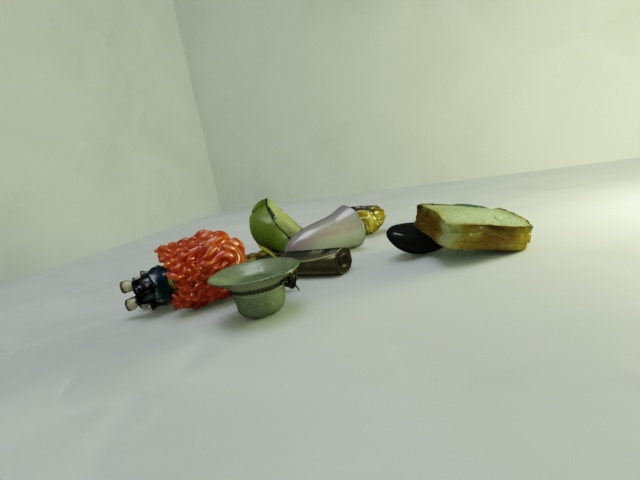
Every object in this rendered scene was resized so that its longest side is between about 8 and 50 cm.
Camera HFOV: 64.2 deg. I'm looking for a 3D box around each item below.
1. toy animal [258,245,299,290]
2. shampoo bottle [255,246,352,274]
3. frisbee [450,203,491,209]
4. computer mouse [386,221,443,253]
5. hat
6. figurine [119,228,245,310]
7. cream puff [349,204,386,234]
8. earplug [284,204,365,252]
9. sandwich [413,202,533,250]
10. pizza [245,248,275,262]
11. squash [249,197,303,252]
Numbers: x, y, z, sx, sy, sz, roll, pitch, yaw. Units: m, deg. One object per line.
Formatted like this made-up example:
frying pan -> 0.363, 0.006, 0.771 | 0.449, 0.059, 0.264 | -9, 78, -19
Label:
toy animal -> -0.144, 0.130, 1.572 | 0.095, 0.155, 0.219 | -42, -20, -21
shampoo bottle -> -0.068, 0.075, 1.738 | 0.349, 0.084, 0.125 | -5, 10, 32
frisbee -> 0.561, -0.127, 2.111 | 0.289, 0.049, 0.289 | -5, 5, 0
computer mouse -> 0.337, -0.006, 1.722 | 0.269, 0.087, 0.137 | -9, 25, -30
hat -> -0.170, 0.140, 1.390 | 0.256, 0.130, 0.257 | -10, 12, 2
figurine -> -0.435, 0.117, 1.635 | 0.411, 0.241, 0.306 | -25, -21, 32
cream puff -> 0.188, -0.086, 2.173 | 0.188, 0.130, 0.189 | -6, 3, 0
earplug -> 0.000, 0.000, 1.907 | 0.301, 0.173, 0.172 | -26, 17, -28
sandwich -> 0.475, -0.041, 1.585 | 0.300, 0.099, 0.271 | 3, 19, -9
pizza -> -0.250, 0.066, 2.054 | 0.174, 0.046, 0.134 | -9, 12, 14
squash -> -0.144, -0.052, 2.078 | 0.210, 0.233, 0.308 | -57, 24, -18
